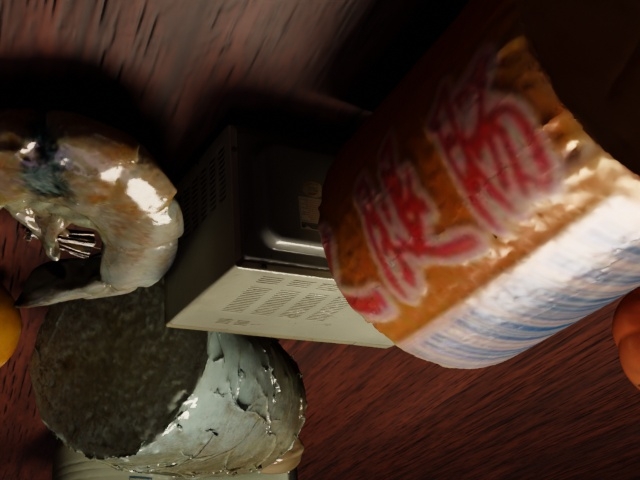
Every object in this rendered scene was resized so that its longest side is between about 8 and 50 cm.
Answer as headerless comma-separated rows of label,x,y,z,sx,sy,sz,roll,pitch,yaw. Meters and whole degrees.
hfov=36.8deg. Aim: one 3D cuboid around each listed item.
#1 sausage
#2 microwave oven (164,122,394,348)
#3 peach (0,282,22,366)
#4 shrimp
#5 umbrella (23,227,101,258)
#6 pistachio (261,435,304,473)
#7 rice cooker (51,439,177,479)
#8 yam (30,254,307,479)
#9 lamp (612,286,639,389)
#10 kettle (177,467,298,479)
sausage,0.154,-0.055,0.690,0.233,0.233,0.287,6,153,-23
microwave oven,0.000,0.000,0.875,0.241,0.145,0.194,9,150,-27
peach,-0.389,0.094,1.027,0.138,0.138,0.138,-4,155,-2
shrimp,-0.271,-0.008,0.836,0.360,0.085,0.247,-19,137,31
umbrella,-0.260,0.000,0.977,0.083,0.020,0.031,18,146,-31
pistachio,-0.102,0.349,1.642,0.149,0.113,0.113,-7,155,2
rice cooker,-0.344,0.438,1.629,0.226,0.244,0.226,-4,151,-2
yam,-0.161,0.162,1.122,0.241,0.241,0.348,-12,156,15
lamp,0.456,0.120,1.172,0.188,0.187,0.164,-18,148,26
kettle,-0.170,0.449,1.804,0.255,0.165,0.240,-6,126,1
